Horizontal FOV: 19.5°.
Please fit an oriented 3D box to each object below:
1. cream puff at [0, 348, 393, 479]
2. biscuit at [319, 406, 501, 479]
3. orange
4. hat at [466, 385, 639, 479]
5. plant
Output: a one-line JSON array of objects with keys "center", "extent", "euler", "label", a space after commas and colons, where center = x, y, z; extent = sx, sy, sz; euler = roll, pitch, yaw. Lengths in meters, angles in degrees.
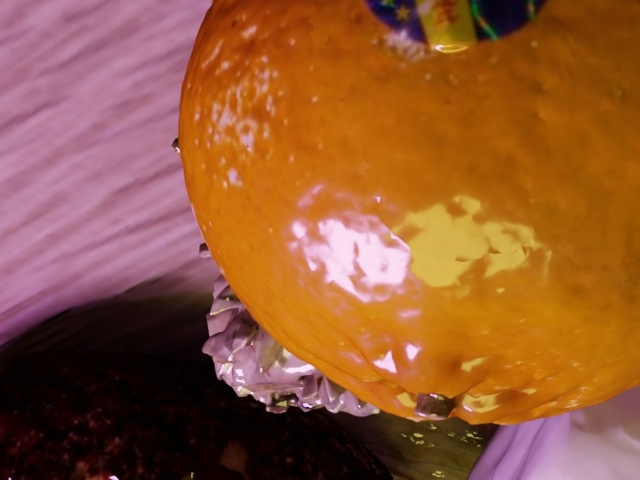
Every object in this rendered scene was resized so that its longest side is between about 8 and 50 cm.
[{"center": [-0.078, 0.154, 0.793], "extent": [0.239, 0.164, 0.239], "euler": [8, 146, 5], "label": "cream puff"}, {"center": [0.048, 0.087, 0.815], "extent": [0.147, 0.018, 0.071], "euler": [26, 144, -24], "label": "biscuit"}, {"center": [0.047, -0.028, 0.545], "extent": [0.178, 0.155, 0.177], "euler": [-11, 150, -6], "label": "orange"}, {"center": [0.125, 0.119, 0.737], "extent": [0.126, 0.203, 0.203], "euler": [30, 140, -5], "label": "hat"}, {"center": [0.000, 0.000, 0.677], "extent": [0.116, 0.104, 0.122], "euler": [-31, 105, -9], "label": "plant"}]
